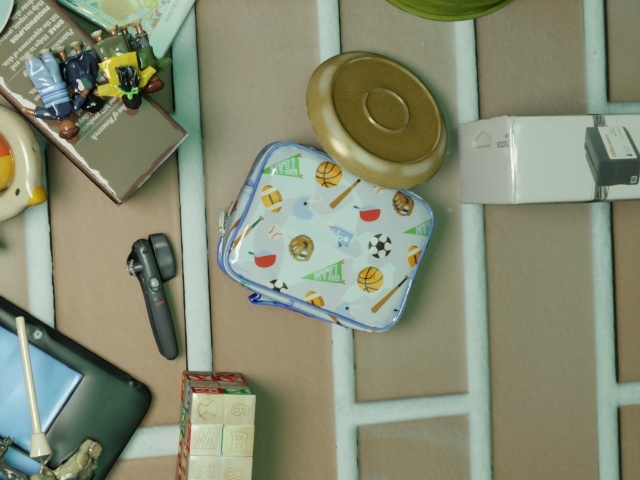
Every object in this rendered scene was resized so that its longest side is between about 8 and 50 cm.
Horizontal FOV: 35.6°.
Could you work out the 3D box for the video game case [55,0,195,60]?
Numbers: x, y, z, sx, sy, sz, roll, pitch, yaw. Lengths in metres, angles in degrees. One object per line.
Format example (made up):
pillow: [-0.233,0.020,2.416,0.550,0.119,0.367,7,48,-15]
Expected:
video game case: [-0.281,-0.403,1.437,0.227,0.026,0.206,29,85,-12]

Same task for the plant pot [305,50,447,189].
plant pot: [0.091,-0.186,1.466,0.236,0.032,0.236,12,59,-21]

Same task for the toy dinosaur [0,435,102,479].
toy dinosaur: [-0.430,0.339,1.356,0.268,0.064,0.118,-34,104,-9]

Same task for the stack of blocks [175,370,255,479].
stack of blocks: [-0.156,0.346,1.413,0.087,0.171,0.297,4,92,-13]

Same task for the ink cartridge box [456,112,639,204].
ink cartridge box: [0.385,-0.120,1.496,0.307,0.223,0.129,-2,93,-13]

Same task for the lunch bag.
lunch bag: [0.000,0.000,1.471,0.303,0.115,0.243,22,89,-13]

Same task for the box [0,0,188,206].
box: [-0.362,-0.224,1.340,0.143,0.191,0.381,-45,101,-8]

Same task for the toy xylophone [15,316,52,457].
toy xylophone: [-0.485,0.207,1.293,0.236,0.081,0.323,-18,85,11]

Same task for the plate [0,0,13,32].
plate: [-0.467,-0.307,1.207,0.188,0.024,0.188,0,90,-13]

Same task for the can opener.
can opener: [-0.236,0.084,1.444,0.073,0.059,0.186,-11,94,-13]

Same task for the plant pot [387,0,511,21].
plant pot: [0.236,-0.519,1.385,0.366,0.353,0.366,0,92,-13]

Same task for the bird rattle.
bird rattle: [-0.468,-0.106,1.341,0.207,0.143,0.253,-15,86,15]

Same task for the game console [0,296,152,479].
game console: [-0.482,0.261,1.394,0.386,0.060,0.342,34,85,-12]

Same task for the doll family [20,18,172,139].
doll family: [-0.275,-0.196,1.231,0.193,0.076,0.111,-21,100,-7]
